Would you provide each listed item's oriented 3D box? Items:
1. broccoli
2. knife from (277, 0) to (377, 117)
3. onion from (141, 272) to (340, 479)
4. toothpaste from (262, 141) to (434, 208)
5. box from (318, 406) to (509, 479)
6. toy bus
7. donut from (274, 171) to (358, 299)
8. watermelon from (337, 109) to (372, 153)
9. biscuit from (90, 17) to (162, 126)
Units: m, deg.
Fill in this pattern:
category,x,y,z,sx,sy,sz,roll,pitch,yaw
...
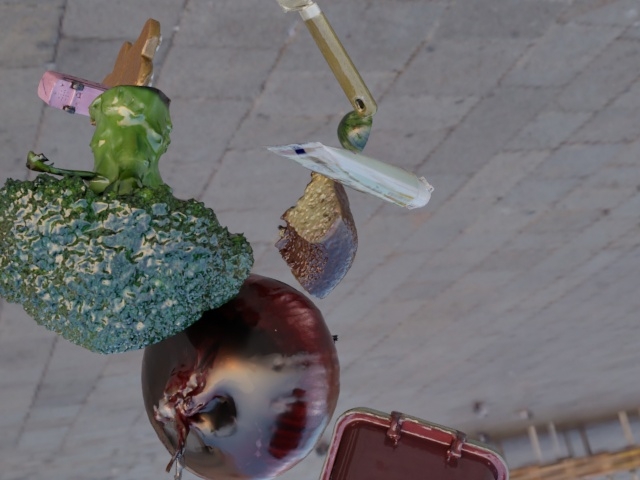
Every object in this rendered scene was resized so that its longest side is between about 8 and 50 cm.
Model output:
category,x,y,z,sx,sy,sz,roll,pitch,yaw
broccoli,-0.229,-0.021,1.088,0.297,0.297,0.297,-5,158,-2
knife,-0.026,-0.253,1.060,0.047,0.298,0.017,-11,-152,45
onion,-0.120,0.173,1.218,0.273,0.273,0.285,-27,172,35
toothpaste,0.050,-0.085,1.285,0.058,0.056,0.314,-46,150,18
box,0.067,0.341,1.043,0.193,0.294,0.167,17,-154,8
toy bus,-0.434,-0.269,1.916,0.203,0.090,0.063,12,107,-44
donut,0.009,-0.006,1.685,0.144,0.126,0.186,26,117,-34
watermelon,0.071,-0.243,2.216,0.062,0.106,0.105,16,150,-20
biscuit,-0.420,-0.339,2.180,0.047,0.216,0.339,21,150,-25
